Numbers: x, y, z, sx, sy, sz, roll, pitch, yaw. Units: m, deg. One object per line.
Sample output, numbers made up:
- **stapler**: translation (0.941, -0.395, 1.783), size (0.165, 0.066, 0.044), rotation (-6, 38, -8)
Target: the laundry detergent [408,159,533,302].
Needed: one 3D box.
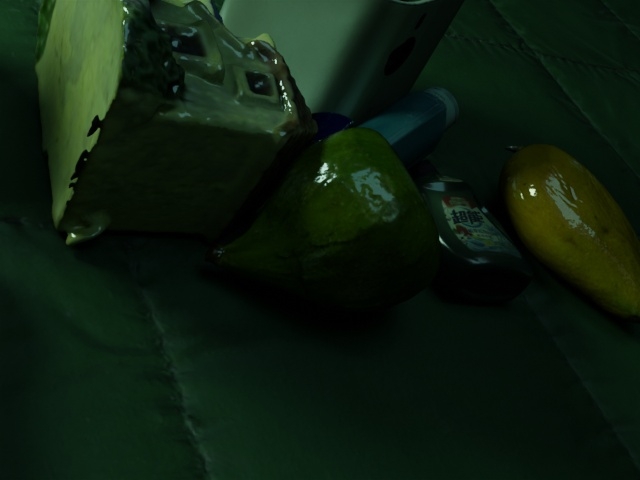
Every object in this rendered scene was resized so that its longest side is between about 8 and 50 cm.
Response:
- **laundry detergent**: translation (0.177, -0.023, 1.130), size (0.144, 0.078, 0.221), rotation (8, 41, -31)

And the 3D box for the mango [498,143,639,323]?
- **mango**: translation (0.353, -0.016, 1.209), size (0.176, 0.119, 0.317), rotation (-12, 59, -52)

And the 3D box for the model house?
- **model house**: translation (-0.144, -0.173, 0.929), size (0.266, 0.261, 0.321), rotation (7, 49, -32)

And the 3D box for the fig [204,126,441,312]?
- **fig**: translation (0.000, 0.000, 0.935), size (0.235, 0.203, 0.203), rotation (-26, 56, -4)

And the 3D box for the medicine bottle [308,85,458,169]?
- **medicine bottle**: translation (0.079, -0.134, 1.117), size (0.079, 0.124, 0.258), rotation (16, 38, 41)

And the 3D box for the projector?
- **projector**: translation (0.020, -0.304, 1.196), size (0.248, 0.249, 0.248), rotation (42, 39, 14)
